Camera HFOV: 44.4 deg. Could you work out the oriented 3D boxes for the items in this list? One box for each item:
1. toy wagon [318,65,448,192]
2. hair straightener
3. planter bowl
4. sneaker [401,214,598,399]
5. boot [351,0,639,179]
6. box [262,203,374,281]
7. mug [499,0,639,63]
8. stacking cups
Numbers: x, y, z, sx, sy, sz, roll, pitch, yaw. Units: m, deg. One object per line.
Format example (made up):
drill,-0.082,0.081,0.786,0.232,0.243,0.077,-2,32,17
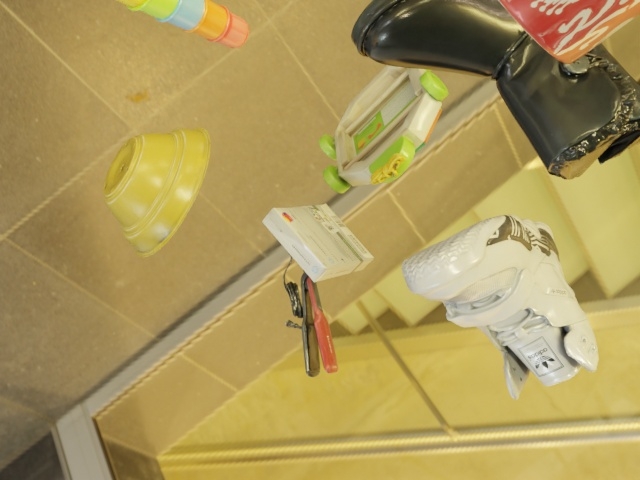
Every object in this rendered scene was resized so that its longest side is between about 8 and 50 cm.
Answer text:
toy wagon,0.113,-0.194,1.390,0.068,0.344,0.267,34,118,-26
hair straightener,-0.036,0.131,1.394,0.089,0.230,0.047,-20,170,31
planter bowl,-0.261,-0.091,1.169,0.090,0.217,0.217,27,111,-30
sneaker,0.240,0.087,0.973,0.137,0.210,0.366,-29,166,29
boot,0.177,-0.152,0.727,0.247,0.207,0.094,-15,156,-20
box,0.000,0.000,1.389,0.038,0.145,0.186,-48,163,23
mug,0.173,-0.171,0.390,0.169,0.113,0.150,-40,146,29
stacking cups,-0.268,-0.437,1.467,0.096,0.096,0.316,-51,147,17
